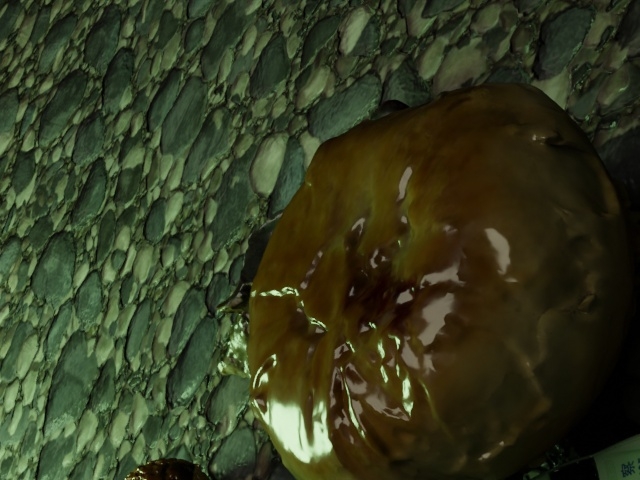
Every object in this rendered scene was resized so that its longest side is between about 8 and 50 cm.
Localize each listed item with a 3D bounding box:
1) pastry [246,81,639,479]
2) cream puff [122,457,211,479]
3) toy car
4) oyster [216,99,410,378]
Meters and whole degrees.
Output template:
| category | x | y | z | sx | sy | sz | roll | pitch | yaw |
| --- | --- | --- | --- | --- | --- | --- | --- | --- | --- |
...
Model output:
| category | x | y | z | sx | sy | sz | roll | pitch | yaw |
| --- | --- | --- | --- | --- | --- | --- | --- | --- | --- |
| pastry | 0.111 | 0.060 | 1.362 | 0.409 | 0.245 | 0.409 | -36 | 41 | 39 |
| cream puff | -0.168 | 0.294 | 1.730 | 0.133 | 0.119 | 0.104 | -62 | -25 | -61 |
| toy car | 0.203 | 0.229 | 1.272 | 0.224 | 0.076 | 0.090 | -38 | 39 | 36 |
| oyster | -0.007 | 0.005 | 1.729 | 0.361 | 0.096 | 0.221 | -41 | 32 | 29 |
